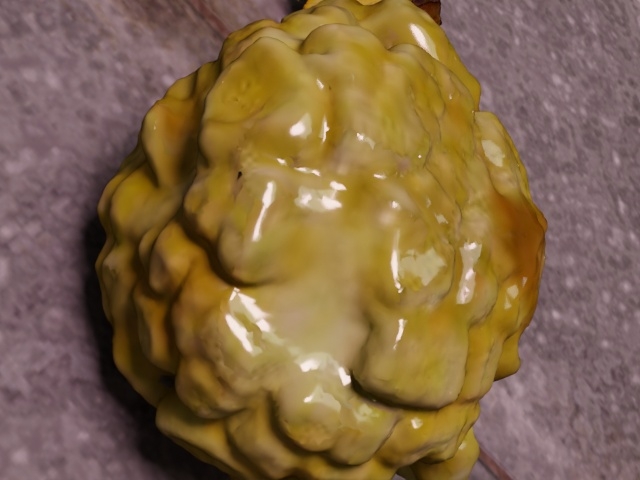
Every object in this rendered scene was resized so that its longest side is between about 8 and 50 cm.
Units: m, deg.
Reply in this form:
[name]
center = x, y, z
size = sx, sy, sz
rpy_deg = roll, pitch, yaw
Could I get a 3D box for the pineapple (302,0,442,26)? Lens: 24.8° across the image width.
[pineapple]
center = 0.027, -0.148, 0.868
size = 0.114, 0.077, 0.114
rpy_deg = 6, 51, -47

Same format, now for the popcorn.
[popcorn]
center = 0.008, 0.006, 0.680
size = 0.217, 0.181, 0.235
rpy_deg = 33, 53, -29
